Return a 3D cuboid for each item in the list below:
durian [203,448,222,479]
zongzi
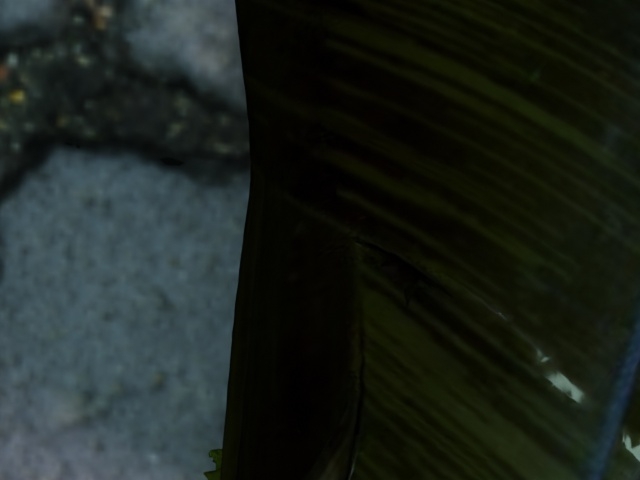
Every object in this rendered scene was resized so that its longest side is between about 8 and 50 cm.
[{"bbox_3d":[0.039,0.122,0.806,0.198,0.159,0.146,-7,102,6],"label":"durian"},{"bbox_3d":[0.000,0.000,0.647,0.432,0.208,0.403,39,69,0],"label":"zongzi"}]
